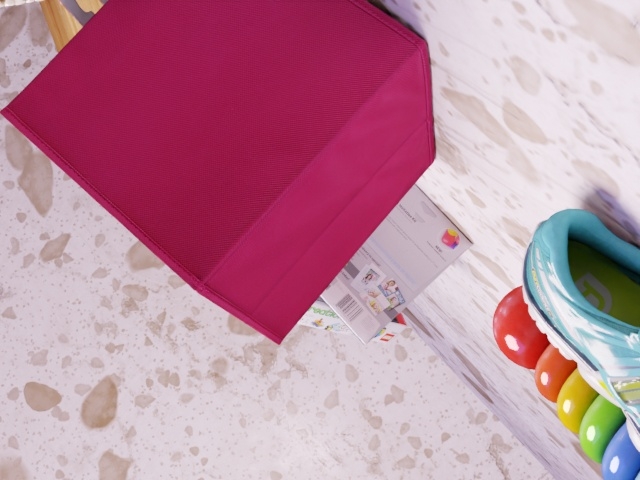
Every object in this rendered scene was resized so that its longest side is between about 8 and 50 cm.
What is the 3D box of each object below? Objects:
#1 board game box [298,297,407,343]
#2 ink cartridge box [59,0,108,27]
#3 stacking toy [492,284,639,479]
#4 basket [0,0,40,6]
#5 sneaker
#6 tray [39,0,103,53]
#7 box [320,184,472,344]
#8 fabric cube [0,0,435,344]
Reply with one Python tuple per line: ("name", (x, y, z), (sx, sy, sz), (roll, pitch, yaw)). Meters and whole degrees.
("board game box", (0.000, 0.000, 1.082), (0.193, 0.053, 0.305), (18, -140, -37))
("ink cartridge box", (-0.285, -0.348, 0.720), (0.308, 0.091, 0.385), (56, -161, -65))
("stacking toy", (0.273, 0.158, 0.667), (0.330, 0.141, 0.141), (49, 179, 45))
("basket", (-0.522, -0.486, 0.940), (0.331, 0.266, 0.328), (41, 140, 40))
("sneaker", (0.240, 0.085, 0.487), (0.275, 0.107, 0.110), (45, 166, 28))
("tray", (-0.421, -0.437, 1.193), (0.203, 0.076, 0.411), (25, 134, 54))
("box", (0.075, 0.018, 0.934), (0.145, 0.186, 0.038), (47, 174, 6))
("fabric cube", (-0.071, -0.093, 0.692), (0.254, 0.258, 0.259), (38, 174, 19))
